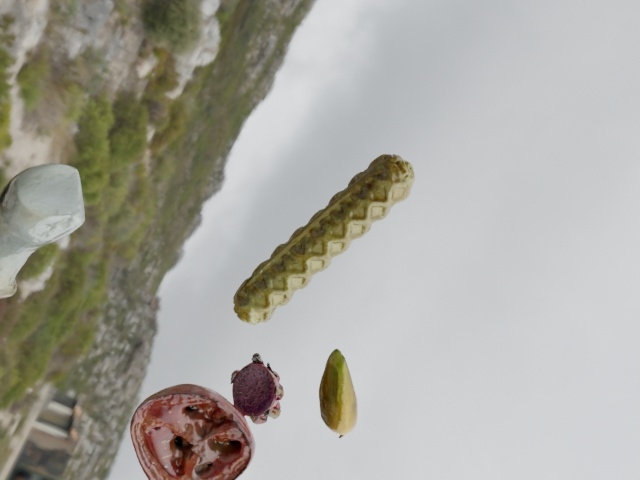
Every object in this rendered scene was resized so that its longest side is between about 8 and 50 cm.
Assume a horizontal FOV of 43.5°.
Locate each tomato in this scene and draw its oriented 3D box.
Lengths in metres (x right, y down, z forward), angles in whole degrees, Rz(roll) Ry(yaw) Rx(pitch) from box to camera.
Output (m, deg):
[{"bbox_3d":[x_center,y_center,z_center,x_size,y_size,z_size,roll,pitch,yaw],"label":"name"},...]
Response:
[{"bbox_3d":[-0.225,0.352,1.453,0.228,0.228,0.101,-56,-176,21],"label":"tomato"}]

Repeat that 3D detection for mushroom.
[{"bbox_3d":[-0.397,-0.016,1.083,0.270,0.103,0.118,-37,-134,44],"label":"mushroom"}]

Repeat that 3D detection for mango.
[{"bbox_3d":[0.034,0.299,1.550,0.101,0.066,0.188,-135,-140,-60],"label":"mango"}]

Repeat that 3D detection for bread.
[{"bbox_3d":[0.001,0.001,1.249,0.367,0.077,0.084,-43,-169,15],"label":"bread"}]

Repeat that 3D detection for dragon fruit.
[{"bbox_3d":[-0.124,0.304,1.615,0.112,0.126,0.068,-34,158,15],"label":"dragon fruit"}]
